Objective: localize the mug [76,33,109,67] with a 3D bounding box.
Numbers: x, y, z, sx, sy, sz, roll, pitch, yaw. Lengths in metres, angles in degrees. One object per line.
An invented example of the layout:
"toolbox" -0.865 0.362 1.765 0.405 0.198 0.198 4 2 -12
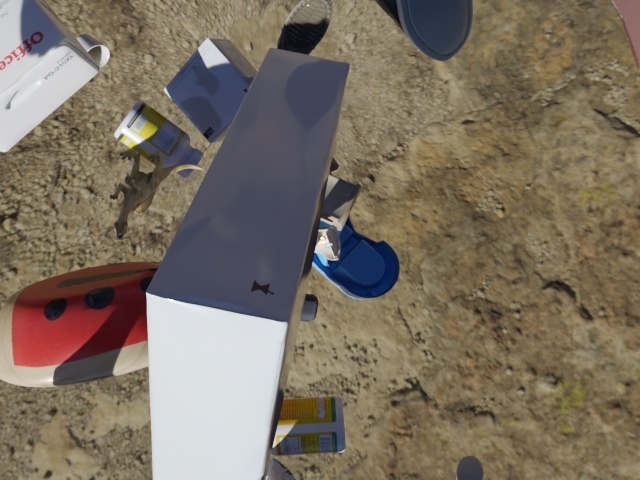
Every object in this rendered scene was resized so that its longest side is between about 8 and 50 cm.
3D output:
"mug" -0.513 -0.416 1.372 0.078 0.062 0.064 -35 68 -26

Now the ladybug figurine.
"ladybug figurine" -0.428 0.146 1.224 0.450 0.305 0.161 -11 110 -2

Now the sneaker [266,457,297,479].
"sneaker" -0.103 0.556 1.222 0.153 0.235 0.094 -40 139 8

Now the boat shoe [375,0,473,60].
"boat shoe" 0.095 -0.346 0.776 0.114 0.091 0.302 -47 136 -3

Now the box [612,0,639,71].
"box" 0.389 -0.261 0.562 0.203 0.167 0.168 -10 82 -34

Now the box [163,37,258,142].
"box" -0.246 -0.366 1.534 0.181 0.119 0.182 -41 90 22

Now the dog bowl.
"dog bowl" 0.058 0.031 1.571 0.297 0.074 0.166 40 67 7

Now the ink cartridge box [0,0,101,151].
"ink cartridge box" -0.422 -0.256 0.778 0.172 0.100 0.237 -41 80 1

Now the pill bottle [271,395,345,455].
"pill bottle" -0.054 0.395 1.330 0.209 0.117 0.117 -4 105 0

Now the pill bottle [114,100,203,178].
"pill bottle" -0.363 -0.224 1.421 0.184 0.103 0.103 36 98 -20

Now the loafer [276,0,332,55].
"loafer" -0.060 -0.499 1.562 0.102 0.092 0.268 25 121 -17

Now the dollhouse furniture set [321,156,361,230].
"dollhouse furniture set" -0.010 -0.044 1.650 0.174 0.355 0.303 24 71 9

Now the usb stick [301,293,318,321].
"usb stick" -0.132 0.166 1.637 0.278 0.045 0.077 9 99 -29

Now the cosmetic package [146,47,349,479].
"cosmetic package" -0.056 0.029 0.592 0.098 0.377 0.284 13 129 -1

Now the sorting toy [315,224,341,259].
"sorting toy" 0.000 0.000 1.390 0.075 0.045 0.083 -4 124 26

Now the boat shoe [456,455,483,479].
"boat shoe" 0.195 0.328 0.809 0.035 0.100 0.035 -2 125 8

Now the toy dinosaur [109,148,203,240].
"toy dinosaur" -0.239 -0.082 0.863 0.053 0.183 0.092 23 141 17
